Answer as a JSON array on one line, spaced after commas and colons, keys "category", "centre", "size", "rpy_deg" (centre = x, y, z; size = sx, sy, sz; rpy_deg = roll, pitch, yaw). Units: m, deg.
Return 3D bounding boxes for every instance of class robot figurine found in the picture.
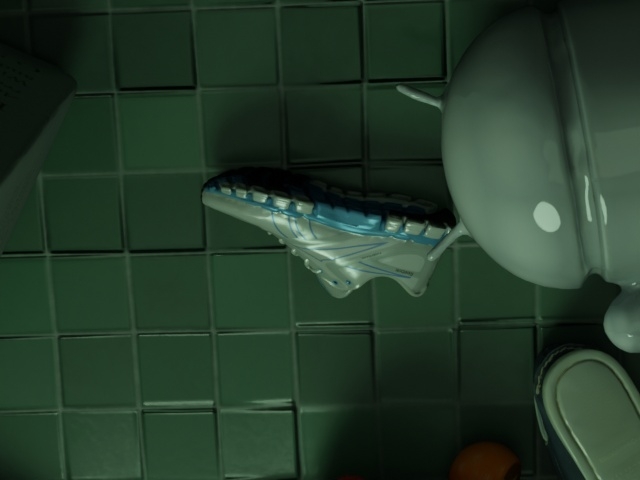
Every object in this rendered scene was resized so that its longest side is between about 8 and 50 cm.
[{"category": "robot figurine", "centre": [0.236, -0.078, 1.240], "size": [0.353, 0.200, 0.300], "rpy_deg": [-10, 83, 6]}]

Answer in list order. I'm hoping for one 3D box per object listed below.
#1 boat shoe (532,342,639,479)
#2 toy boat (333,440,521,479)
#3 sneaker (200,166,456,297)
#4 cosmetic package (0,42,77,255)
[{"category": "boat shoe", "centre": [0.228, 0.194, 1.366], "size": [0.095, 0.079, 0.254], "rpy_deg": [-31, 98, -5]}, {"category": "toy boat", "centre": [0.110, 0.224, 1.371], "size": [0.231, 0.151, 0.151], "rpy_deg": [29, 75, -3]}, {"category": "sneaker", "centre": [0.000, 0.000, 1.345], "size": [0.190, 0.071, 0.083], "rpy_deg": [14, 110, 1]}, {"category": "cosmetic package", "centre": [-0.393, -0.002, 1.175], "size": [0.329, 0.394, 0.327], "rpy_deg": [27, 105, -7]}]
